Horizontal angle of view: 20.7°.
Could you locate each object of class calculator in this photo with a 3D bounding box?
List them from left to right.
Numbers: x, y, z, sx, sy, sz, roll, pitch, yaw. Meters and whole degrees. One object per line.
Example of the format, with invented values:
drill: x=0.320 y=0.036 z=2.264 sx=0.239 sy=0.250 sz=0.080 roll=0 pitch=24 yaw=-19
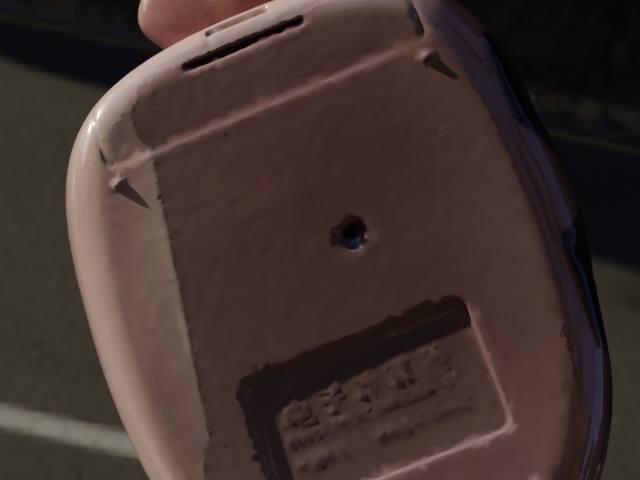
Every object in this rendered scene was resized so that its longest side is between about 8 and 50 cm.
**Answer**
calculator: x=0.000 y=0.000 z=0.359 sx=0.103 sy=0.166 sz=0.024 roll=-22 pitch=-25 yaw=5
